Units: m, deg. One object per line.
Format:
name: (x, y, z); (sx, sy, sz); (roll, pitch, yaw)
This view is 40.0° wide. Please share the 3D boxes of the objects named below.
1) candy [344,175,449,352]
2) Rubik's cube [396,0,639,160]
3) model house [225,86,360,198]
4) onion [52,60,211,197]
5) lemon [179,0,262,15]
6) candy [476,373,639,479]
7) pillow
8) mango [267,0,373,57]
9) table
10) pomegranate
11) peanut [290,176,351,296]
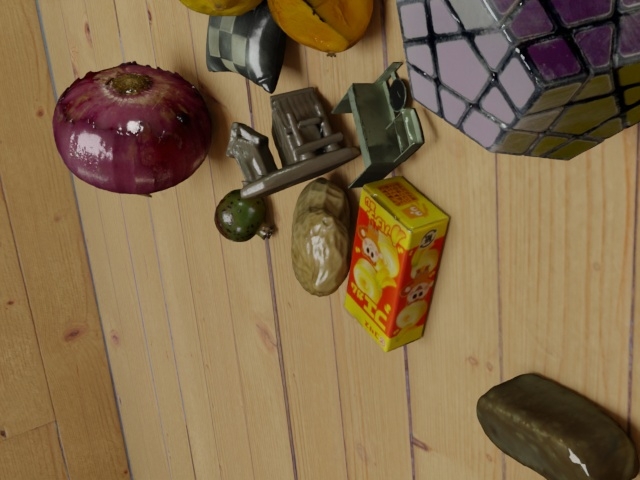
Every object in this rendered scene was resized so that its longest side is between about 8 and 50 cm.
candy: (0.124, 0.043, 1.504); (0.146, 0.088, 0.276); (44, 140, 40)
Rubik's cube: (0.236, -0.241, 0.937); (0.319, 0.319, 0.264); (47, 128, 38)
model house: (-0.061, -0.182, 1.612); (0.122, 0.229, 0.188); (69, -179, -74)
onion: (-0.432, -0.234, 2.032); (0.358, 0.358, 0.344); (25, 117, 54)
lemon: (-0.180, -0.525, 1.561); (0.233, 0.234, 0.288); (125, 142, -55)
candy: (0.335, 0.277, 1.250); (0.234, 0.104, 0.102); (23, 129, 55)
pillow: (-0.140, -0.396, 1.699); (0.250, 0.106, 0.185); (30, 115, 49)
mango: (-0.017, -0.410, 1.455); (0.187, 0.138, 0.257); (55, 169, -32)
table: (0.089, -0.187, 1.439); (0.175, 0.063, 0.146); (136, 125, -60)
pomegranate: (-0.173, -0.049, 1.939); (0.130, 0.130, 0.130); (36, 135, 47)
peanut: (0.000, 0.000, 1.634); (0.233, 0.110, 0.196); (-89, 11, -53)
